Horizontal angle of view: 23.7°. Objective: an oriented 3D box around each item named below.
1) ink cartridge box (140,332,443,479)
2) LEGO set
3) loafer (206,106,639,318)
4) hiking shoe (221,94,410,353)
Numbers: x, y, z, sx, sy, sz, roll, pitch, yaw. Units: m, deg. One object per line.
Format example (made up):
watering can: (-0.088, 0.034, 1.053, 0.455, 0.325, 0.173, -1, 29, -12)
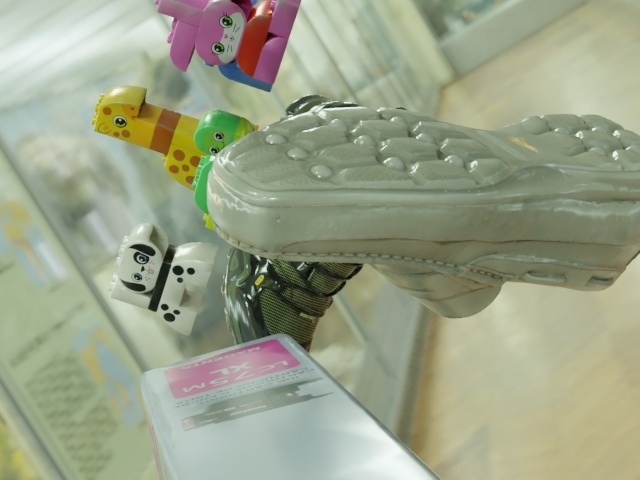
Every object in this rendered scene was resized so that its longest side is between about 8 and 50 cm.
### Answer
ink cartridge box: (0.010, 0.136, 0.364, 0.065, 0.185, 0.311, -14, 6, -11)
LEGO set: (-0.082, -0.067, 0.854, 0.087, 0.093, 0.227, -77, 6, -55)
loafer: (0.073, -0.007, 0.831, 0.319, 0.111, 0.112, -1, 28, -38)
hiking shoe: (0.000, 0.000, 1.154, 0.114, 0.226, 0.086, 8, -5, 45)
